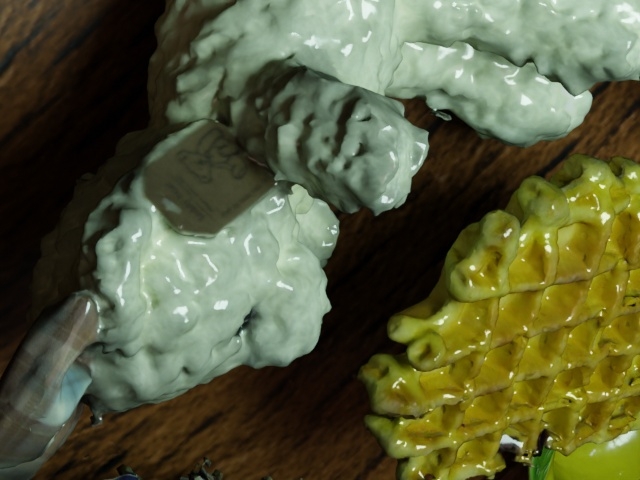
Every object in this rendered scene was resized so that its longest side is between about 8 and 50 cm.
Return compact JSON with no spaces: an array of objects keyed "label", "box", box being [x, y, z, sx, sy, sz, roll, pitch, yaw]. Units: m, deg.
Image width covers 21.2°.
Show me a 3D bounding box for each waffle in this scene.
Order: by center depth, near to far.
[{"label":"waffle","box":[0.151,0.068,1.162,0.283,0.065,0.309,-45,138,-5]}]

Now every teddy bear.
[{"label":"teddy bear","box":[0.000,0.000,1.048,0.375,0.327,0.362,12,72,-14]}]

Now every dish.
[{"label":"dish","box":[0.226,0.141,1.352,0.208,0.080,0.149,-28,120,-12]}]

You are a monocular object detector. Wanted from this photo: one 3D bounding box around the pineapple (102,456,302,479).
[{"label":"pineapple","box":[-0.105,0.307,1.138,0.300,0.352,0.352,-22,120,-22]}]
